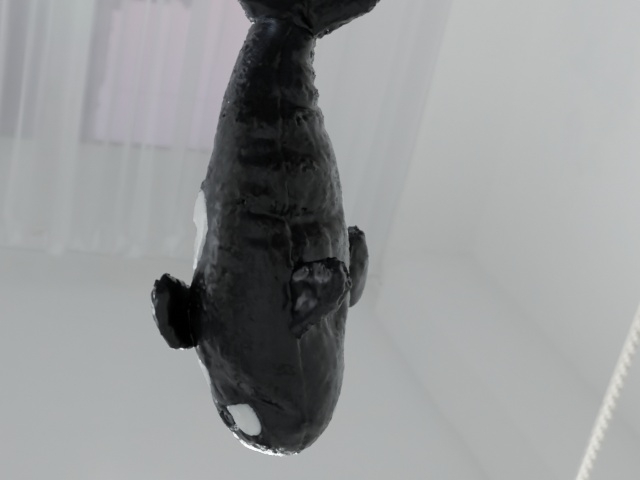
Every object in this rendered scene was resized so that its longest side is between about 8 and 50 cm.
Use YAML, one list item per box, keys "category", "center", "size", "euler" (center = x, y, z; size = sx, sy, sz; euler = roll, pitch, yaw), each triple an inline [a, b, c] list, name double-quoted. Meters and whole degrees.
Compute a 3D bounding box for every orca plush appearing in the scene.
- category: "orca plush"
  center: [0.000, 0.000, 0.581]
  size: [0.151, 0.287, 0.102]
  euler: [9, -172, -39]
